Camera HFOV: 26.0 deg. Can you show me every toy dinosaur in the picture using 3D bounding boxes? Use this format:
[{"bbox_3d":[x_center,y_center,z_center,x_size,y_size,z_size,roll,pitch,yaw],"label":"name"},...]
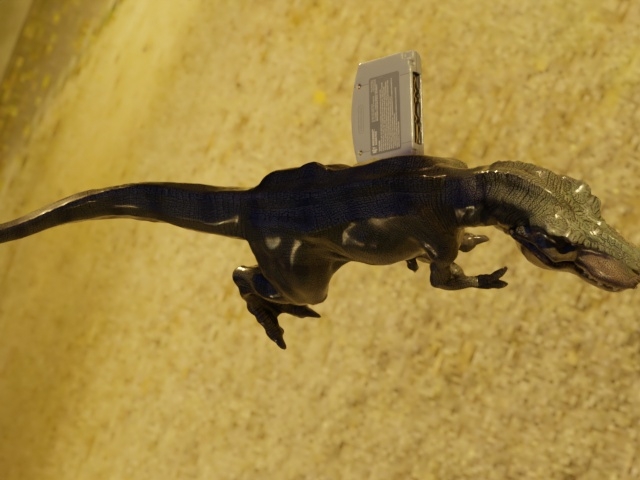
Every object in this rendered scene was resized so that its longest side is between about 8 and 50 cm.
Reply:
[{"bbox_3d":[0.000,0.000,0.557,0.268,0.118,0.064,-2,72,21],"label":"toy dinosaur"}]

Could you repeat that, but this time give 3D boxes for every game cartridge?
[{"bbox_3d":[0.046,-0.087,0.970,0.056,0.017,0.083,-9,77,37],"label":"game cartridge"}]
